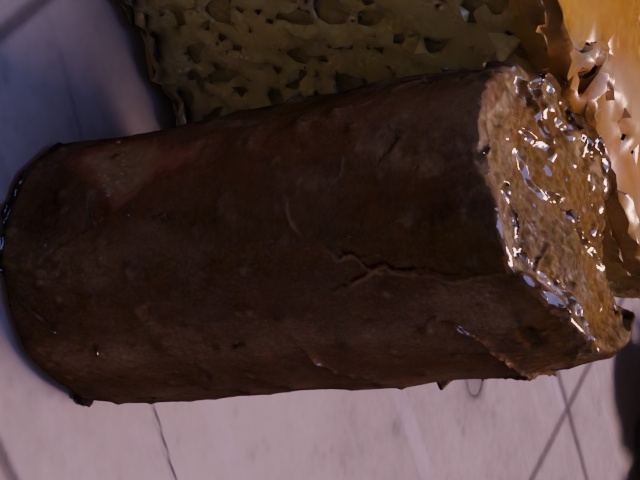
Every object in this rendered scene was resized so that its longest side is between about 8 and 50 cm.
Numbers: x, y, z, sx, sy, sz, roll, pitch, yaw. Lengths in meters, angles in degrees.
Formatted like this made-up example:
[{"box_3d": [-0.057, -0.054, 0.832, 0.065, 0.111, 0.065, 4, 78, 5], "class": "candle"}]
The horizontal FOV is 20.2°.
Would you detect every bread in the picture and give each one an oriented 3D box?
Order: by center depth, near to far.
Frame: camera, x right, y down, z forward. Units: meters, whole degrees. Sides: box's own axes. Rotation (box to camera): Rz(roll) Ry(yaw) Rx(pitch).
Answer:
[{"box_3d": [0.082, -0.146, 0.865, 0.279, 0.248, 0.315, 61, 39, -40], "class": "bread"}]

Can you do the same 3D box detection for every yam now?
[{"box_3d": [0.000, 0.002, 0.732, 0.129, 0.238, 0.128, -46, 123, -54], "class": "yam"}]
